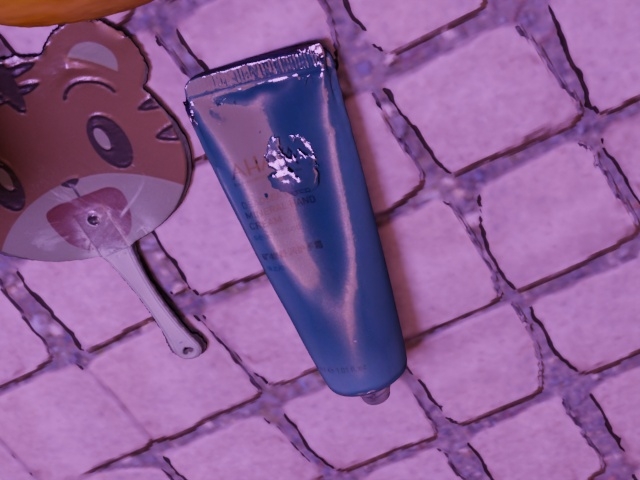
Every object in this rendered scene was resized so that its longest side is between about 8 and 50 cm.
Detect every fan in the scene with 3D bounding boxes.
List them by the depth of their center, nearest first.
[{"bbox_3d":[-0.126,-0.013,0.786,0.152,0.008,0.227,-21,122,15],"label":"fan"}]

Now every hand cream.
[{"bbox_3d":[0.000,0.000,0.777,0.083,0.048,0.224,-14,119,14],"label":"hand cream"}]

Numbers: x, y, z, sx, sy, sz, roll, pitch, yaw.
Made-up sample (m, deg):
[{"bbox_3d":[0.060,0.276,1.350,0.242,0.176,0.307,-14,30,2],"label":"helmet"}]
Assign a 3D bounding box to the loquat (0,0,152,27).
[{"bbox_3d":[-0.118,-0.194,0.546,0.238,0.193,0.238,-2,149,-1],"label":"loquat"}]
